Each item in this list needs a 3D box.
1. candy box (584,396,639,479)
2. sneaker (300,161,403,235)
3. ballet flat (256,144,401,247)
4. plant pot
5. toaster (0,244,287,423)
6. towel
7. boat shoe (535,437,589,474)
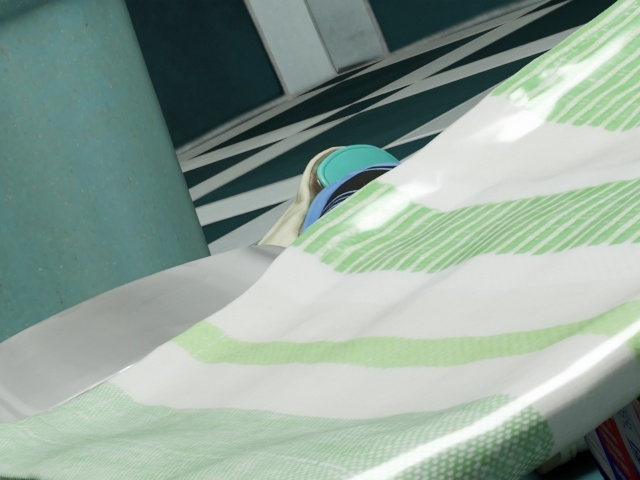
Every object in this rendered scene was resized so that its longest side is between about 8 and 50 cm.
[{"bbox_3d":[0.225,-0.014,0.548,0.317,0.122,0.268,-23,9,0],"label":"candy box"},{"bbox_3d":[0.024,0.016,1.130,0.090,0.081,0.232,-14,19,39],"label":"sneaker"},{"bbox_3d":[0.000,0.000,1.319,0.086,0.086,0.248,-21,9,20],"label":"ballet flat"},{"bbox_3d":[-0.227,-0.030,1.207,0.341,0.334,0.341,-22,7,3],"label":"plant pot"},{"bbox_3d":[-0.036,0.082,0.666,0.227,0.129,0.146,-24,11,-18],"label":"toaster"},{"bbox_3d":[0.069,-0.019,0.491,0.324,0.038,0.248,-33,10,-24],"label":"towel"},{"bbox_3d":[0.092,0.044,0.798,0.059,0.063,0.170,-21,17,-1],"label":"boat shoe"}]
